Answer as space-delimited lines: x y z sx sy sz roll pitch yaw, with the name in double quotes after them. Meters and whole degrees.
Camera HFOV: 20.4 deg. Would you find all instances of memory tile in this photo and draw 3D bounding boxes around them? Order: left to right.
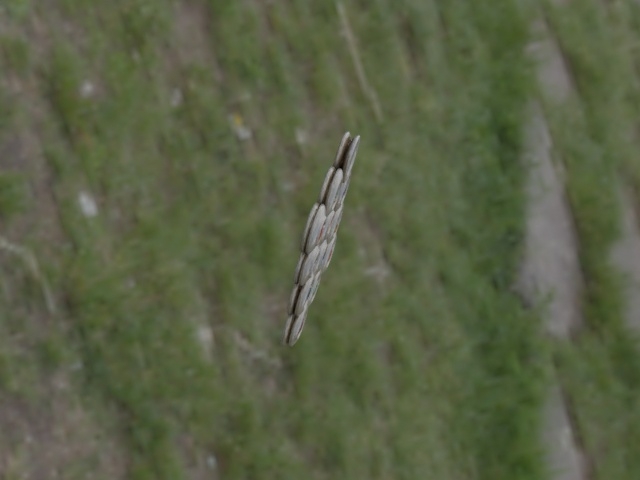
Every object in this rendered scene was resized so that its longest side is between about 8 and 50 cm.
0.000 0.000 1.308 0.148 0.012 0.113 101 9 -50 "memory tile"
